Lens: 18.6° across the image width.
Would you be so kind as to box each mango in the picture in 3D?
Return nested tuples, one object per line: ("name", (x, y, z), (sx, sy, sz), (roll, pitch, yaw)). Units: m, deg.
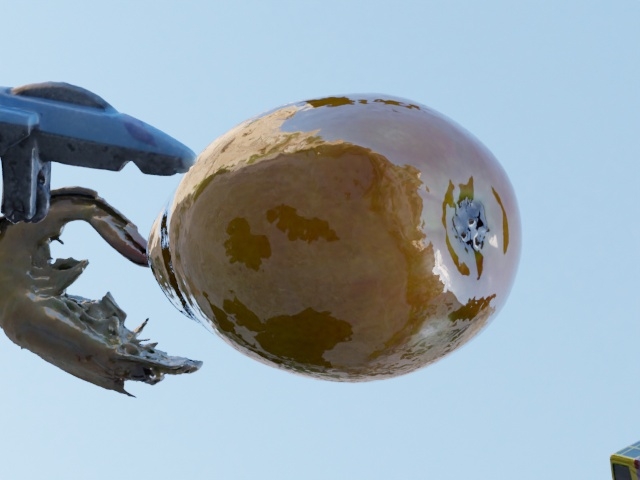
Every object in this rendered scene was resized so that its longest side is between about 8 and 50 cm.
("mango", (0.000, 0.000, 1.220), (0.317, 0.211, 0.173), (177, -94, -66))

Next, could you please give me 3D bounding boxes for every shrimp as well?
("shrimp", (-0.213, 0.043, 1.831), (0.253, 0.058, 0.173), (18, -87, 23))

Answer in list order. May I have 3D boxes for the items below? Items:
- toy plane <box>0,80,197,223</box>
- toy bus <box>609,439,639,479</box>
("toy plane", (-0.172, -0.049, 0.881), (0.246, 0.169, 0.078), (17, -76, 13))
("toy bus", (0.233, 0.139, 1.216), (0.058, 0.102, 0.052), (8, -65, 54))
